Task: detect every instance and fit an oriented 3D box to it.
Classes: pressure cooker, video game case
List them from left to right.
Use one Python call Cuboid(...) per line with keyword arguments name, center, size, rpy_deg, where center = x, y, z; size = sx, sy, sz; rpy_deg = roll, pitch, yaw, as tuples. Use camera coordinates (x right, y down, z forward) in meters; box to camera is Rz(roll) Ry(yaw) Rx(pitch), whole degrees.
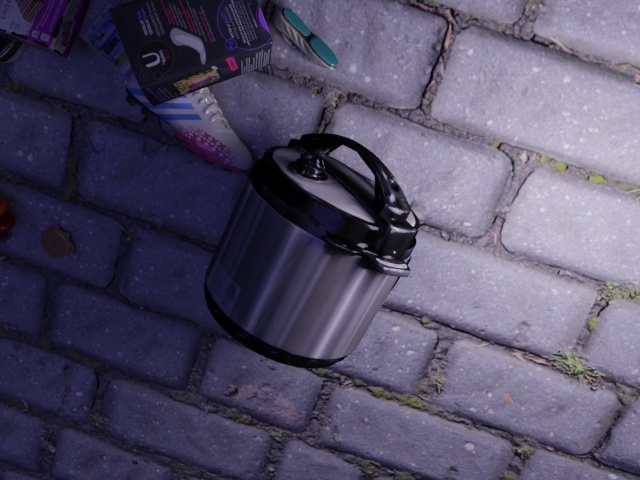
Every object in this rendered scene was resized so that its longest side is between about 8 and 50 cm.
Cuboid(name="video game case", center=(-0.421, -0.494, 1.234), size=(0.193, 0.023, 0.212), rpy_deg=(42, 97, 4))
Cuboid(name="pressure cooker", center=(-0.004, 0.000, 1.174), size=(0.370, 0.375, 0.420), rpy_deg=(27, 110, 3))

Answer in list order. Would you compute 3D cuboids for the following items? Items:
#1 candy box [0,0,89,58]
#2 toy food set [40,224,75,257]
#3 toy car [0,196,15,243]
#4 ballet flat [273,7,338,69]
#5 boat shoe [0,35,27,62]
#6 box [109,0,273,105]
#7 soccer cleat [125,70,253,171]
Cuboid(name="candy box", center=(-0.619, -0.499, 1.205), size=(0.234, 0.071, 0.159), rpy_deg=(21, 89, 6))
Cuboid(name="toy food set", center=(-0.669, 0.004, 1.465), size=(0.083, 0.020, 0.082), rpy_deg=(-14, 104, 13))
Cuboid(name="toy car", center=(-0.836, -0.042, 1.428), size=(0.136, 0.159, 0.182), rpy_deg=(25, 114, -39))
Cuboid(name="ballet flat", center=(-0.031, -0.417, 1.224), size=(0.168, 0.057, 0.052), rpy_deg=(48, 136, -3))
Cuboid(name="boat shoe", center=(-0.674, -0.486, 1.286), size=(0.078, 0.070, 0.219), rpy_deg=(39, 109, -3))
Cuboid(name="box", center=(-0.248, -0.402, 1.152), size=(0.271, 0.143, 0.165), rpy_deg=(-21, 92, -7))
Cuboid(name="soccer cleat", center=(-0.270, -0.283, 1.262), size=(0.331, 0.116, 0.143), rpy_deg=(35, 109, -3))
